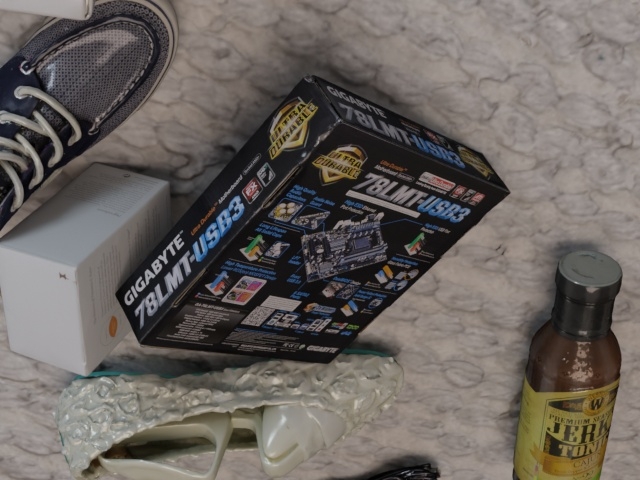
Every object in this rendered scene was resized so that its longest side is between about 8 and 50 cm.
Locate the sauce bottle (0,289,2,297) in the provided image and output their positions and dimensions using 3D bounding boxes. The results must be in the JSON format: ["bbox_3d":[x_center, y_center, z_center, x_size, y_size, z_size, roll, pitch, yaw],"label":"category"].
[{"bbox_3d":[-0.310,0.083,1.140,0.042,0.042,0.128,-19,122,7],"label":"sauce bottle"}]

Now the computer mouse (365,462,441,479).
[{"bbox_3d":[0.100,0.413,1.396,0.188,0.072,0.272,-17,112,9],"label":"computer mouse"}]

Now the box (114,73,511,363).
[{"bbox_3d":[0.000,0.000,1.022,0.293,0.073,0.295,-47,146,22],"label":"box"}]

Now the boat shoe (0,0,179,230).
[{"bbox_3d":[-0.266,-0.091,0.954,0.340,0.158,0.127,-37,120,19],"label":"boat shoe"}]

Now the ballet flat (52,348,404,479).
[{"bbox_3d":[-0.102,0.219,1.198,0.408,0.147,0.147,-5,125,-2],"label":"ballet flat"}]

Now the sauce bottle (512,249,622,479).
[{"bbox_3d":[0.291,0.170,1.218,0.111,0.111,0.344,-4,125,-3],"label":"sauce bottle"}]

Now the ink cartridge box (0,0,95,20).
[{"bbox_3d":[-0.250,-0.275,0.758,0.201,0.278,0.117,6,123,-9],"label":"ink cartridge box"}]

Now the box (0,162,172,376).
[{"bbox_3d":[-0.225,0.024,1.019,0.091,0.170,0.130,15,125,18],"label":"box"}]
